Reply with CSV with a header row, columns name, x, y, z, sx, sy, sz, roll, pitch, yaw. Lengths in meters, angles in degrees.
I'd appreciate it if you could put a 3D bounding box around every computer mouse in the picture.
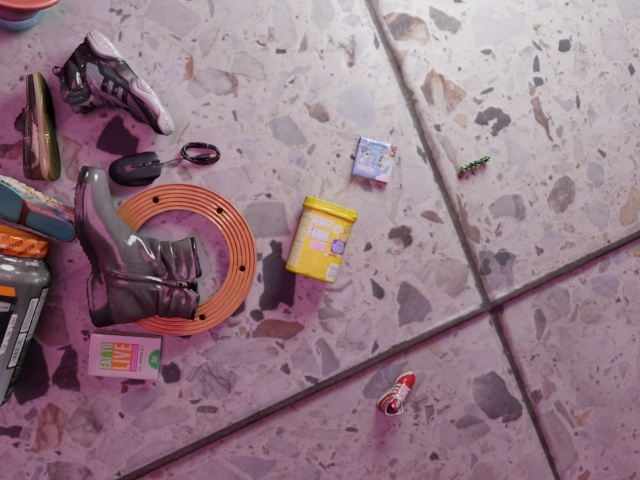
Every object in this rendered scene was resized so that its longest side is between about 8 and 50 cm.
name,x,y,z,sx,sy,sz,roll,pitch,yaw
computer mouse,-0.341,-0.171,1.030,0.242,0.041,0.071,-16,91,-8

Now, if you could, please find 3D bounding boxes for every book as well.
name,x,y,z,sx,sy,sz,roll,pitch,yaw
book,-0.425,0.251,1.026,0.144,0.035,0.096,6,93,-9

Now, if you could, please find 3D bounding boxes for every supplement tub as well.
name,x,y,z,sx,sy,sz,roll,pitch,yaw
supplement tub,-0.660,0.139,0.904,0.207,0.207,0.337,17,88,-7

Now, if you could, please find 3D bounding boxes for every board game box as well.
name,x,y,z,sx,sy,sz,roll,pitch,yaw
board game box,0.126,-0.188,1.102,0.090,0.020,0.090,13,90,-8

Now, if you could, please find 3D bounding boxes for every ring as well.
name,x,y,z,sx,sy,sz,roll,pitch,yaw
ring,-0.311,0.041,1.039,0.337,0.032,0.336,0,90,-7

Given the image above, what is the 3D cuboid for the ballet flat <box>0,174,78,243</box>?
name,x,y,z,sx,sy,sz,roll,pitch,yaw
ballet flat,-0.596,-0.068,0.979,0.241,0.077,0.091,31,109,-8

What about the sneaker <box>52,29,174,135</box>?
name,x,y,z,sx,sy,sz,roll,pitch,yaw
sneaker,-0.438,-0.297,0.990,0.153,0.101,0.268,-40,89,-5

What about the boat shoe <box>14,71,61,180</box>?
name,x,y,z,sx,sy,sz,roll,pitch,yaw
boat shoe,-0.596,-0.235,0.976,0.073,0.080,0.223,-6,95,-13

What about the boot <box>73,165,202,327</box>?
name,x,y,z,sx,sy,sz,roll,pitch,yaw
boot,-0.365,0.008,0.972,0.223,0.118,0.338,-7,102,-10

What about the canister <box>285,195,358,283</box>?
name,x,y,z,sx,sy,sz,roll,pitch,yaw
canister,0.000,0.000,1.059,0.126,0.073,0.169,18,89,-7

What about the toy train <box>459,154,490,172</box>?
name,x,y,z,sx,sy,sz,roll,pitch,yaw
toy train,0.370,-0.183,1.132,0.083,0.024,0.017,-24,85,-7

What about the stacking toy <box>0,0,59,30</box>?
name,x,y,z,sx,sy,sz,roll,pitch,yaw
stacking toy,-0.635,-0.602,0.983,0.279,0.130,0.309,-34,98,-32

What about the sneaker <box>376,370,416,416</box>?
name,x,y,z,sx,sy,sz,roll,pitch,yaw
sneaker,0.184,0.357,1.086,0.118,0.067,0.042,-45,96,-5
